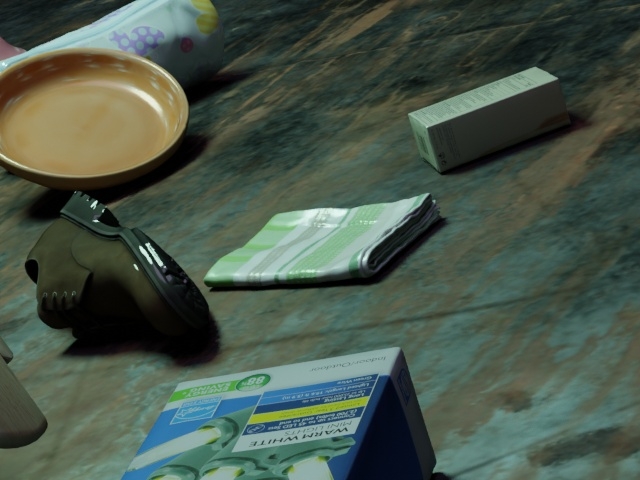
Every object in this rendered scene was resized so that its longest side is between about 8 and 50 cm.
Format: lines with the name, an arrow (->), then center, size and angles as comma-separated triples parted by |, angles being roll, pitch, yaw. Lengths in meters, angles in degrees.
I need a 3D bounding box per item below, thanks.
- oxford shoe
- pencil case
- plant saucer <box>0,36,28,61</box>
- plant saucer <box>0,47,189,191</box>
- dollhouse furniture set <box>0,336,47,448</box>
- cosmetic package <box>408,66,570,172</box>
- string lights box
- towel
oxford shoe -> -0.150, 0.039, 1.401 | 0.096, 0.083, 0.227 | -46, 27, -11
pencil case -> -0.224, -0.172, 1.978 | 0.273, 0.124, 0.113 | -33, 63, -33
plant saucer -> -0.481, -0.162, 2.258 | 0.332, 0.084, 0.332 | -17, 19, 6
plant saucer -> -0.222, -0.109, 1.814 | 0.200, 0.037, 0.200 | 2, 41, -1
dollhouse furniture set -> -0.327, 0.199, 1.101 | 0.303, 0.198, 0.286 | -44, -15, 21
cosmetic package -> 0.134, -0.097, 1.545 | 0.115, 0.041, 0.060 | -20, 18, -6
string lights box -> -0.035, 0.150, 0.937 | 0.133, 0.077, 0.260 | -11, 20, 17
towel -> 0.000, 0.000, 1.424 | 0.152, 0.023, 0.113 | -4, 22, 37
